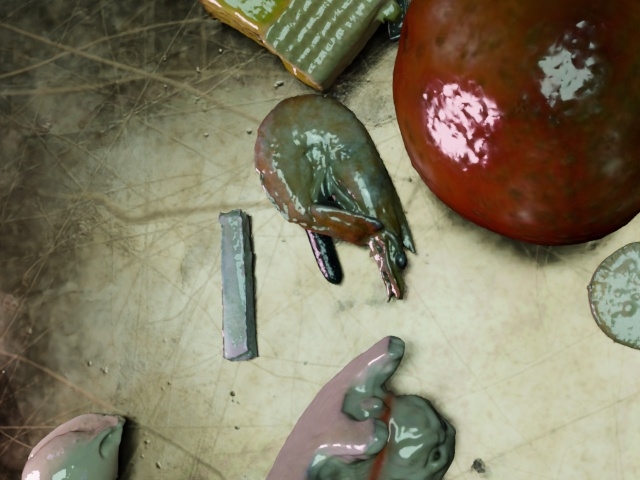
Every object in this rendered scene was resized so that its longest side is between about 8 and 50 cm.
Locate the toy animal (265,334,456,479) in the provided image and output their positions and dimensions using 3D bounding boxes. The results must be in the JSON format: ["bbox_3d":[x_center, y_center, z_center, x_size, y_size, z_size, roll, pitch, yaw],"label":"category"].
[{"bbox_3d":[0.043,0.321,1.405,0.266,0.188,0.308,-27,38,37],"label":"toy animal"}]

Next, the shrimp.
[{"bbox_3d":[0.021,-0.054,1.492,0.168,0.077,0.317,-24,80,-9],"label":"shrimp"}]

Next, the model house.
[{"bbox_3d":[-0.021,-0.329,1.487,0.234,0.175,0.193,38,90,14],"label":"model house"}]

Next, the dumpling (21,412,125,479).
[{"bbox_3d":[-0.353,0.314,1.517,0.155,0.181,0.111,11,124,39],"label":"dumpling"}]

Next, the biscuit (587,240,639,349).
[{"bbox_3d":[0.429,0.073,1.449,0.152,0.020,0.152,-1,84,10],"label":"biscuit"}]

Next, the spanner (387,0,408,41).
[{"bbox_3d":[0.093,-0.441,1.557,0.093,0.026,0.326,-6,84,10],"label":"spanner"}]

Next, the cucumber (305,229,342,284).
[{"bbox_3d":[0.000,0.000,1.522,0.032,0.032,0.133,-21,82,7],"label":"cucumber"}]

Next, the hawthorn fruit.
[{"bbox_3d":[0.261,-0.206,1.344,0.402,0.403,0.403,-1,84,9],"label":"hawthorn fruit"}]

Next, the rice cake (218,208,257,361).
[{"bbox_3d":[-0.115,0.062,1.532,0.043,0.034,0.211,-4,84,17],"label":"rice cake"}]
